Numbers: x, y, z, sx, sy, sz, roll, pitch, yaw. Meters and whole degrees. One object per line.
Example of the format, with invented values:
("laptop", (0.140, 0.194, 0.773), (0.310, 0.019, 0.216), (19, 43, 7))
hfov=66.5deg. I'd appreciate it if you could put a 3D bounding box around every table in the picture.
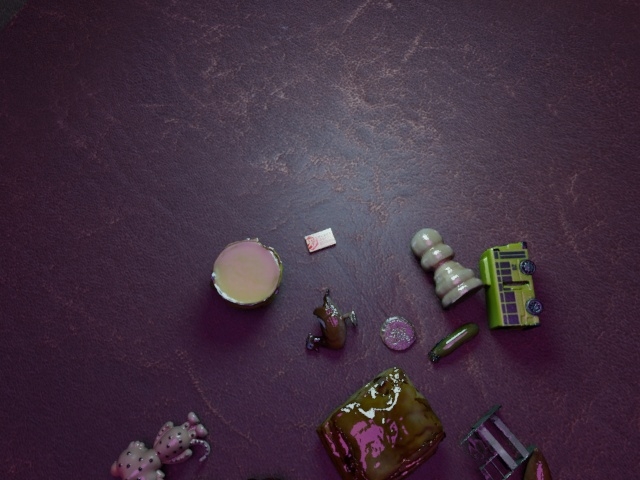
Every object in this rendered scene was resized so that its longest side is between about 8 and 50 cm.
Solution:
("table", (0.503, 0.589, 1.402), (0.175, 0.062, 0.146), (-37, 74, -10))

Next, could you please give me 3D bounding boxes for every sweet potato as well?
("sweet potato", (0.588, 0.755, 1.332), (0.106, 0.095, 0.354), (26, 72, -36))

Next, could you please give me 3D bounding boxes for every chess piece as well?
("chess piece", (0.380, 0.078, 1.541), (0.143, 0.142, 0.260), (-30, 69, -7))

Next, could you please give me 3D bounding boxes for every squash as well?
("squash", (0.412, 0.310, 1.504), (0.183, 0.052, 0.052), (-32, 74, -4))

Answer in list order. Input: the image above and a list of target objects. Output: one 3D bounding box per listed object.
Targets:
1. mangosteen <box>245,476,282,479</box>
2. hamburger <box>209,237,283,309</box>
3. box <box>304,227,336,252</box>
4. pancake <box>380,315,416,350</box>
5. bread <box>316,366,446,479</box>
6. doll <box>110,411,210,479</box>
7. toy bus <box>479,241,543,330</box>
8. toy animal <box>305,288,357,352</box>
("mangosteen", (-0.158, 0.740, 1.347), (0.180, 0.166, 0.166), (0, 71, 29))
("hamburger", (-0.233, 0.113, 1.546), (0.237, 0.149, 0.237), (2, 74, -6))
("box", (0.000, 0.000, 1.638), (0.093, 0.015, 0.058), (-19, 71, -4))
("pancake", (0.245, 0.291, 1.536), (0.115, 0.011, 0.114), (-1, 72, 3))
("bread", (0.171, 0.548, 1.377), (0.325, 0.167, 0.277), (-32, 74, -6))
("doll", (-0.461, 0.625, 1.421), (0.278, 0.119, 0.154), (-27, 74, -16))
("toy bus", (0.580, 0.143, 1.506), (0.150, 0.128, 0.262), (-3, 73, 2))
("toy animal", (0.020, 0.253, 1.528), (0.179, 0.089, 0.188), (-23, 78, 11))
